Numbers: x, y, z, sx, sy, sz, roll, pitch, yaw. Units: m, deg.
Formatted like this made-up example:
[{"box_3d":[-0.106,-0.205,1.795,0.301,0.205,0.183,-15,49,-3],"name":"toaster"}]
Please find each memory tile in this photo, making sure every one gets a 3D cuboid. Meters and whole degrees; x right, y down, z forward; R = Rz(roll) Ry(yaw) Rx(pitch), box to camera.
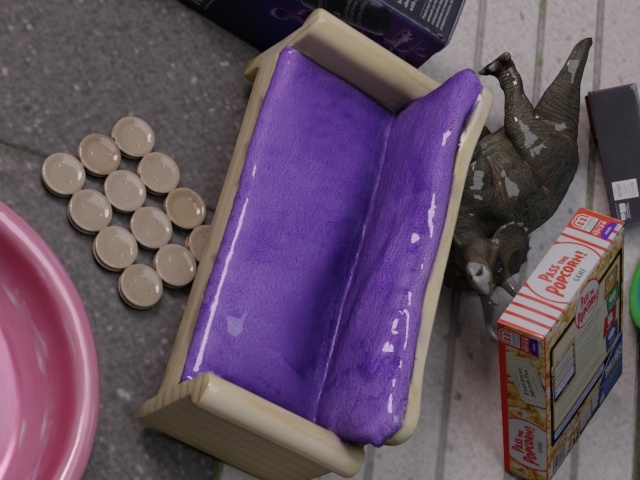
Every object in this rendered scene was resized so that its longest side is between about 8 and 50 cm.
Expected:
[{"box_3d":[-0.150,-0.024,1.453,0.113,0.012,0.148,-33,87,-34],"name":"memory tile"}]

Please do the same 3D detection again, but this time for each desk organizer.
[{"box_3d":[0.285,-0.080,1.686,0.047,0.050,0.130,-11,91,2],"name":"desk organizer"}]

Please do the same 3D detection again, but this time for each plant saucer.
[{"box_3d":[-0.324,0.103,1.265,0.332,0.084,0.332,10,65,-24],"name":"plant saucer"}]

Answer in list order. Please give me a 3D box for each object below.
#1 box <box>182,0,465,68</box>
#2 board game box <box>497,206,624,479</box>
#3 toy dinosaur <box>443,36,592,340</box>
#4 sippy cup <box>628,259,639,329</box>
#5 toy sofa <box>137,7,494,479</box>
[{"box_3d":[0.006,-0.228,1.537,0.207,0.153,0.108,29,60,-14],"name":"box"},{"box_3d":[0.205,0.091,1.498,0.045,0.193,0.147,21,51,26],"name":"board game box"},{"box_3d":[0.162,-0.062,1.595,0.160,0.121,0.313,51,51,-15],"name":"toy dinosaur"},{"box_3d":[0.440,0.067,1.621,0.305,0.240,0.224,-46,109,5],"name":"sippy cup"},{"box_3d":[0.000,0.000,1.417,0.150,0.177,0.363,29,60,-24],"name":"toy sofa"}]
